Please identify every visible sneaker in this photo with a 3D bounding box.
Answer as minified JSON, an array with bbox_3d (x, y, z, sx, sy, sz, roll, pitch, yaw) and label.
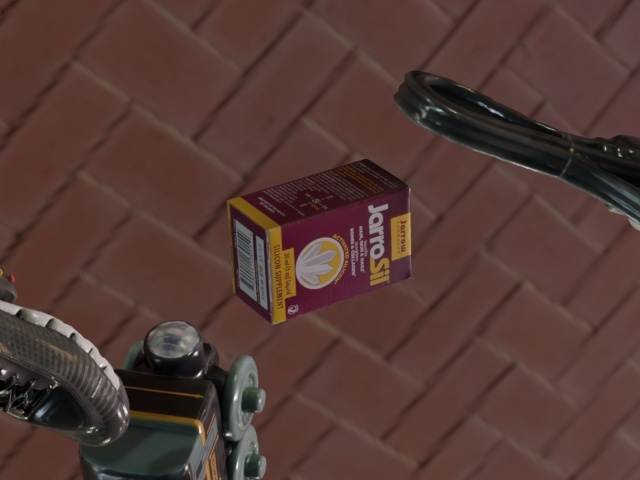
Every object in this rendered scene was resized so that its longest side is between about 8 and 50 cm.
[{"bbox_3d":[-0.227,0.078,1.215,0.234,0.106,0.078,41,120,-20],"label":"sneaker"}]

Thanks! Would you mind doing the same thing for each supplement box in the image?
[{"bbox_3d":[0.000,0.000,0.923,0.083,0.043,0.055,-19,121,-26],"label":"supplement box"}]

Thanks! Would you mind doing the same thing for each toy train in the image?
[{"bbox_3d":[-0.130,0.233,1.653,0.142,0.190,0.334,8,131,12],"label":"toy train"}]

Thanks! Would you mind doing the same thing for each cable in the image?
[{"bbox_3d":[0.184,-0.038,1.310,0.287,0.139,0.072,11,123,-21],"label":"cable"}]

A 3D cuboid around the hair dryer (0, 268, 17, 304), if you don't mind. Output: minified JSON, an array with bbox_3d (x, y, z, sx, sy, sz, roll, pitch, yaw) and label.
[{"bbox_3d":[-0.346,0.072,1.343,0.224,0.080,0.293,-59,143,-8],"label":"hair dryer"}]
